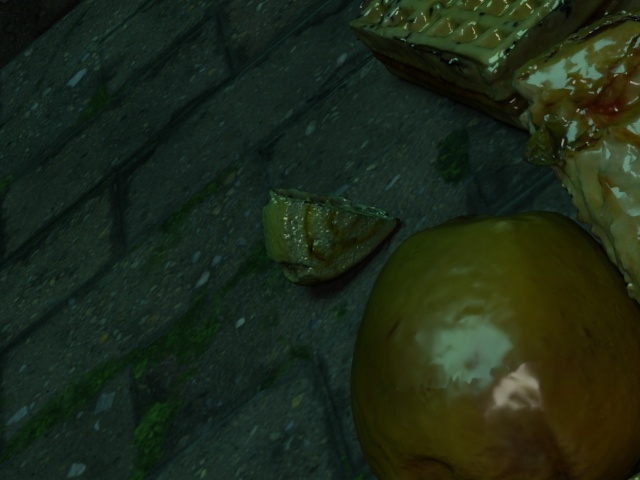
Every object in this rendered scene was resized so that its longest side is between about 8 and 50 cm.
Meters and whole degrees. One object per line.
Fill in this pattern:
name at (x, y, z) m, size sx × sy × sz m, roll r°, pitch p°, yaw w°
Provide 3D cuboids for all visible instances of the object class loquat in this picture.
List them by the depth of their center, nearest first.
loquat at (0.148, 0.109, 1.443) m, size 0.276 × 0.276 × 0.284 m, roll -21°, pitch 66°, yaw 35°

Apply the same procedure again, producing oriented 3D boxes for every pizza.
pizza at (0.344, -0.096, 1.400) m, size 0.392 × 0.080 × 0.435 m, roll 29°, pitch 71°, yaw 33°

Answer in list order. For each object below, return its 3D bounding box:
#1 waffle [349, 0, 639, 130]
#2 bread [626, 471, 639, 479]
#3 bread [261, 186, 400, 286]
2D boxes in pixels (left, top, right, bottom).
waffle at (0.218, -0.290, 2.049) m, size 0.261 × 0.114 × 0.376 m, roll -48°, pitch 29°, yaw -5°
bread at (0.238, 0.290, 1.209) m, size 0.234 × 0.184 × 0.110 m, roll -48°, pitch 32°, yaw -11°
bread at (0.005, 0.002, 1.971) m, size 0.103 × 0.156 × 0.110 m, roll -159°, pitch 79°, yaw -66°
